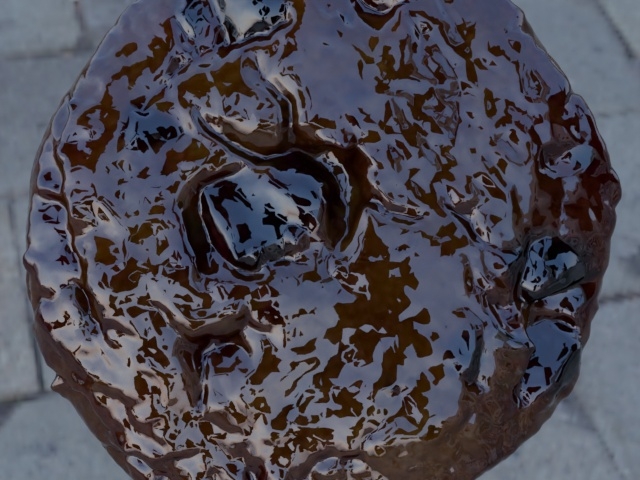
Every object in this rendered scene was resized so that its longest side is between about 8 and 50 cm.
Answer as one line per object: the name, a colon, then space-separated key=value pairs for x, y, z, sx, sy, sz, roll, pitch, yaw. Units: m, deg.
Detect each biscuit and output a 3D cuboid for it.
biscuit: x=0.000 y=0.000 z=0.525 sx=0.192 sy=0.192 sz=0.049 roll=2 pitch=4 yaw=-3
